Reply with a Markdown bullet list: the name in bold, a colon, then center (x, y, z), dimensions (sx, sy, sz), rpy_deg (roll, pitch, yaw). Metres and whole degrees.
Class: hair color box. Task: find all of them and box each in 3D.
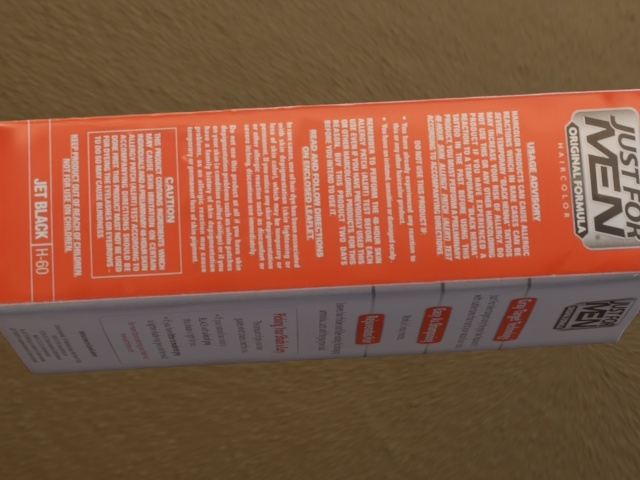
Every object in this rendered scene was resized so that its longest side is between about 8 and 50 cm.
- **hair color box**: center (0.000, 0.000, 0.427), dimensions (0.141, 0.072, 0.043), rpy_deg (-2, -105, -1)
